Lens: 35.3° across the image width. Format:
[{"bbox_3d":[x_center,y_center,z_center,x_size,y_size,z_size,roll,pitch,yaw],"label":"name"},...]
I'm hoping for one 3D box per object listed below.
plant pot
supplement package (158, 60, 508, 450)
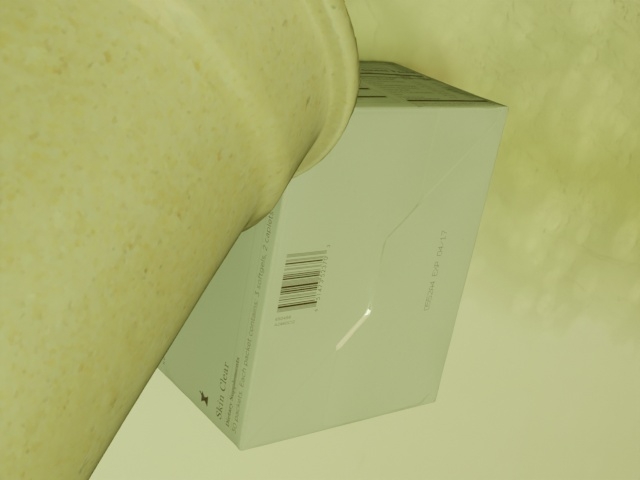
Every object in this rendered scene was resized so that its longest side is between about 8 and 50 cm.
[{"bbox_3d":[-0.187,0.002,0.446,0.334,0.334,0.305,46,54,-43],"label":"plant pot"},{"bbox_3d":[0.000,0.000,0.793,0.204,0.145,0.261,-6,116,-37],"label":"supplement package"}]
